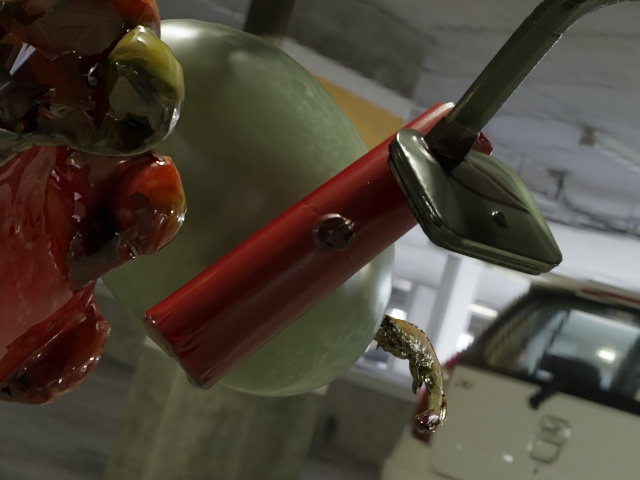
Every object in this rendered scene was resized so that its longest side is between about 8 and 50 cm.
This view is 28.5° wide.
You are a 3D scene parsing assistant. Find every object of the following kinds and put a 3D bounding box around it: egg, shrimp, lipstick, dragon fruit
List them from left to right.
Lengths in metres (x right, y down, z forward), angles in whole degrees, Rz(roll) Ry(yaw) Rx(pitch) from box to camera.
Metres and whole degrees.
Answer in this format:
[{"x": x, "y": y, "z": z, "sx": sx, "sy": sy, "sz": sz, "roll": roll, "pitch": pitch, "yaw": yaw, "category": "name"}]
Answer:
[{"x": -0.186, "y": -0.030, "z": 0.586, "sx": 0.227, "sy": 0.307, "sz": 0.243, "roll": 28, "pitch": 21, "yaw": -27, "category": "dragon fruit"}, {"x": -0.078, "y": -0.029, "z": 1.105, "sx": 0.352, "sy": 0.258, "sz": 0.258, "roll": 52, "pitch": -8, "yaw": -4, "category": "egg"}, {"x": 0.001, "y": 0.001, "z": 0.923, "sx": 0.073, "sy": 0.280, "sz": 0.073, "roll": 51, "pitch": -9, "yaw": 12, "category": "lipstick"}, {"x": 0.086, "y": 0.134, "z": 1.287, "sx": 0.034, "sy": 0.124, "sz": 0.178, "roll": -19, "pitch": -28, "yaw": 21, "category": "shrimp"}]

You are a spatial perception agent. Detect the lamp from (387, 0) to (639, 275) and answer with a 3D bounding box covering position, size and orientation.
[{"x": 0.201, "y": -0.079, "z": 0.795, "sx": 0.203, "sy": 0.124, "sz": 0.283, "roll": 18, "pitch": -40, "yaw": -33, "category": "lamp"}]
